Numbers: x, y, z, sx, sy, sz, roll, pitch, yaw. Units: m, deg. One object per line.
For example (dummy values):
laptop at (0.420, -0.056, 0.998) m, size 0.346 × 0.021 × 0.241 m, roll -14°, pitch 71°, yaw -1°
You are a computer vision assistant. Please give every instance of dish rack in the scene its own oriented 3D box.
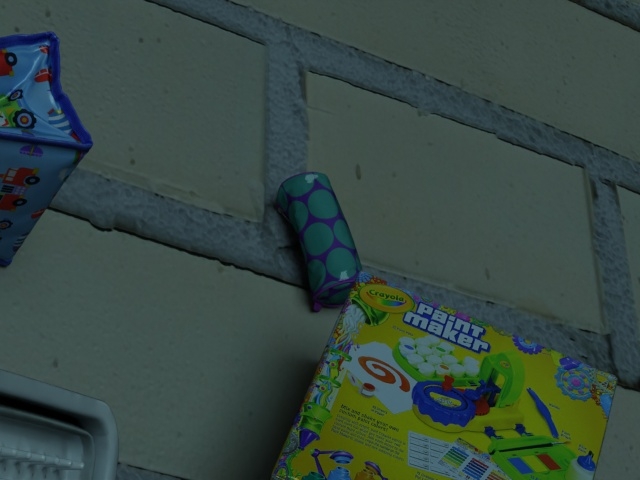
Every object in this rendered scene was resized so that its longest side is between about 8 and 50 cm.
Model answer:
dish rack at (-0.266, 0.245, 1.109) m, size 0.333 × 0.072 × 0.286 m, roll 38°, pitch 57°, yaw -68°

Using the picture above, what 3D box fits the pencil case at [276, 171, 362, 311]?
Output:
pencil case at (0.000, 0.000, 1.661) m, size 0.064 × 0.070 × 0.152 m, roll 37°, pitch 29°, yaw -62°

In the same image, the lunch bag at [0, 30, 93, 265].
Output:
lunch bag at (-0.394, -0.077, 1.321) m, size 0.293 × 0.221 × 0.138 m, roll -5°, pitch 62°, yaw -37°

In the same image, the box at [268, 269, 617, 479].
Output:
box at (0.111, 0.228, 1.454) m, size 0.289 × 0.177 × 0.279 m, roll 23°, pitch 48°, yaw 3°
